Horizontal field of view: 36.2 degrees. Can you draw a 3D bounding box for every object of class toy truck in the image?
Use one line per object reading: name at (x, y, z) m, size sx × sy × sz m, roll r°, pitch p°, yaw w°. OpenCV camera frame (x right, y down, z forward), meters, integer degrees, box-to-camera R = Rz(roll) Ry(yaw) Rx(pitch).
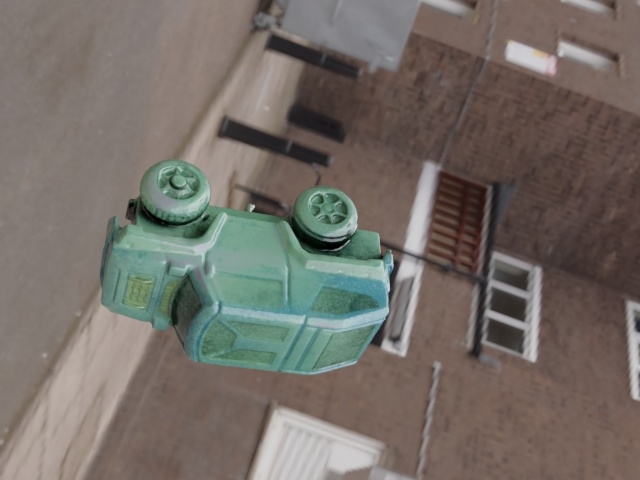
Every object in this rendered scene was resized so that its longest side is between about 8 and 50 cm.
toy truck at (-0.074, 0.034, 0.968) m, size 0.155 × 0.279 × 0.156 m, roll 117°, pitch -23°, yaw -51°
